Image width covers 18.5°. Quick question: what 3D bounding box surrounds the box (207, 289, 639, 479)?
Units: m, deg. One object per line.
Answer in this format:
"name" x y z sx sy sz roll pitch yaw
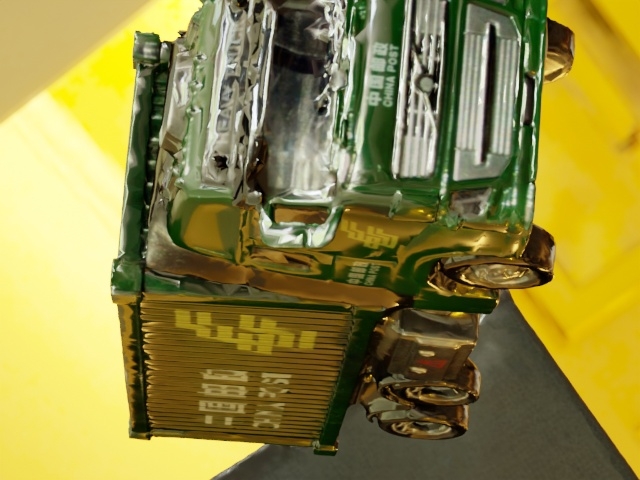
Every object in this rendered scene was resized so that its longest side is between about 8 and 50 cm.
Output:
"box" 0.073 0.245 0.926 0.345 0.251 0.204 56 169 11

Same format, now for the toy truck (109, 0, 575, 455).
"toy truck" 0.000 0.000 0.605 0.259 0.121 0.088 102 173 -71
